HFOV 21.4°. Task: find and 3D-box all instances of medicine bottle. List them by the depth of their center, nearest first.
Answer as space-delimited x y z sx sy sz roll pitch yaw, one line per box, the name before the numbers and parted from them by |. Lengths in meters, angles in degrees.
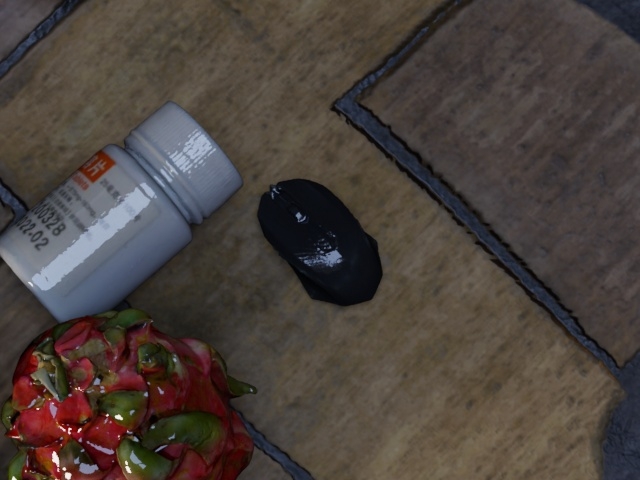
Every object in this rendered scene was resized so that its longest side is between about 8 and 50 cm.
medicine bottle | -0.213 -0.024 1.818 0.252 0.144 0.144 -39 88 -7

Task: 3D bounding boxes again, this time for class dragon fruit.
dragon fruit | -0.198 0.210 1.735 0.231 0.237 0.303 2 125 20

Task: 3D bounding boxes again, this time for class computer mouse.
computer mouse | 0.000 0.000 1.876 0.099 0.057 0.172 -42 85 -7
